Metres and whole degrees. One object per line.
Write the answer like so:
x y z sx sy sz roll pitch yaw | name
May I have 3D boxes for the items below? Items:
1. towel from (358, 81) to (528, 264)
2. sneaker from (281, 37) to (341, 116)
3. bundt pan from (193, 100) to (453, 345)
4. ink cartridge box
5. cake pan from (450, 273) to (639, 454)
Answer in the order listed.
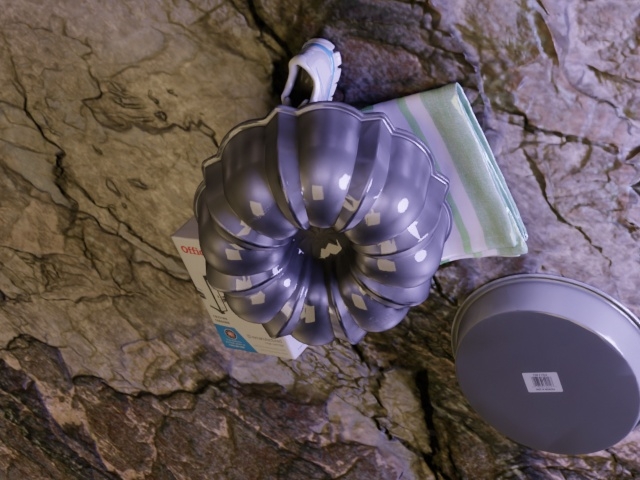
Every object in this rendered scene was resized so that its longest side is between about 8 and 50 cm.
0.082 -0.057 1.618 0.324 0.038 0.248 -11 119 35 | towel
-0.021 -0.148 1.542 0.071 0.083 0.191 9 115 25 | sneaker
0.000 0.000 1.530 0.330 0.124 0.331 2 126 2 | bundt pan
-0.100 0.056 1.755 0.148 0.086 0.203 5 130 43 | ink cartridge box
0.306 0.176 1.673 0.293 0.054 0.293 15 131 18 | cake pan
